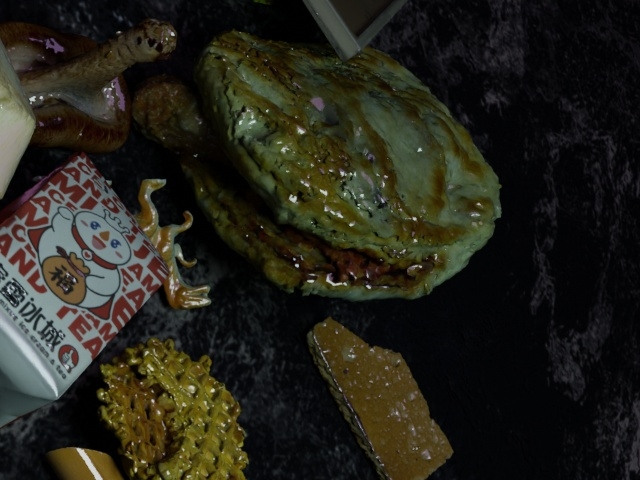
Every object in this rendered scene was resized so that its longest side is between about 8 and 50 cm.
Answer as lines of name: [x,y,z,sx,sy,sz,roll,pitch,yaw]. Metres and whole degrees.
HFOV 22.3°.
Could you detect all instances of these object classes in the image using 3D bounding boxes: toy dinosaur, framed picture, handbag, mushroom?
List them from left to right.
handbag: [-0.272,0.034,1.621,0.171,0.151,0.298,51,43,-13]
mushroom: [-0.248,-0.183,1.697,0.227,0.217,0.148,-5,76,-46]
toy dinosaur: [-0.219,0.002,1.775,0.212,0.057,0.142,3,86,-25]
framed picture: [0.000,-0.419,2.091,0.326,0.028,0.446,56,22,-8]

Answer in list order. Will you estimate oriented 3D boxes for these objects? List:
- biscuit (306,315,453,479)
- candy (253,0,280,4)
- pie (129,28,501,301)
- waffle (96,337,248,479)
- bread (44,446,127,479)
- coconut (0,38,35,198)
biscuit: [0.070,0.190,1.985,0.131,0.026,0.237,-33,95,-49]
candy: [-0.115,-0.376,2.058,0.194,0.058,0.062,46,4,-9]
pie: [0.027,-0.108,1.907,0.418,0.180,0.395,-16,56,-47]
waffle: [-0.152,0.195,1.697,0.193,0.070,0.197,62,25,2]
bread: [-0.228,0.240,1.644,0.062,0.049,0.103,-40,103,-47]
coconut: [-0.402,-0.119,1.506,0.259,0.259,0.259,21,57,-38]
